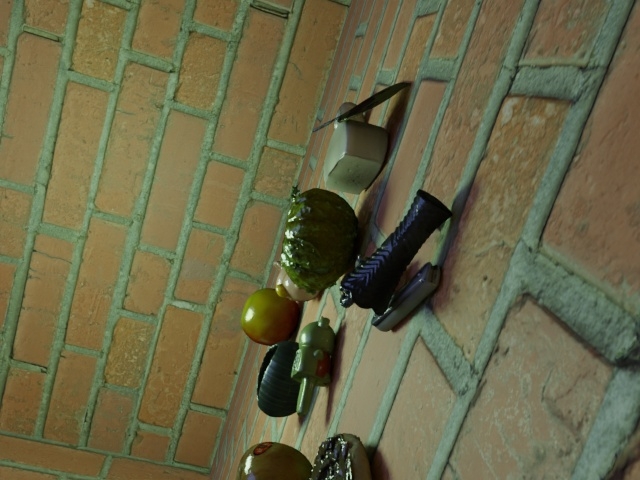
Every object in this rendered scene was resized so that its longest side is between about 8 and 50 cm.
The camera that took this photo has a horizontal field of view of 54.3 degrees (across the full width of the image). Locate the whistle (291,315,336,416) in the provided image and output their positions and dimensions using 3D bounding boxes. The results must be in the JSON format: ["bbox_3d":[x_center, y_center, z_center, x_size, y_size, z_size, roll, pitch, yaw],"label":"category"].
[{"bbox_3d":[-0.020,0.340,1.716,0.131,0.106,0.288,127,158,-58],"label":"whistle"}]

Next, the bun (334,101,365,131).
[{"bbox_3d":[0.113,-0.408,2.164,0.138,0.094,0.138,-47,-33,-44],"label":"bun"}]

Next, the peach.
[{"bbox_3d":[-0.194,0.299,2.436,0.231,0.231,0.231,-165,90,-80],"label":"peach"}]

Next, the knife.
[{"bbox_3d":[0.166,0.112,1.228,0.073,0.040,0.265,-66,4,-30],"label":"knife"}]

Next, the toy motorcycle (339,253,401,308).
[{"bbox_3d":[0.113,0.081,1.376,0.130,0.094,0.229,-56,12,-23],"label":"toy motorcycle"}]

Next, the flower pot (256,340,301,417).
[{"bbox_3d":[-0.111,0.432,1.939,0.189,0.157,0.243,-110,35,-75],"label":"flower pot"}]

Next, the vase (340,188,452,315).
[{"bbox_3d":[0.148,0.020,1.183,0.237,0.115,0.115,-54,17,20],"label":"vase"}]

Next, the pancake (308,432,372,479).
[{"bbox_3d":[0.025,0.567,1.236,0.382,0.071,0.382,-166,90,-80],"label":"pancake"}]

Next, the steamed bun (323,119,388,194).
[{"bbox_3d":[0.099,-0.257,1.835,0.242,0.146,0.164,127,151,-64],"label":"steamed bun"}]

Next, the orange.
[{"bbox_3d":[0.000,0.000,1.796,0.300,0.223,0.301,92,-174,-57],"label":"orange"}]

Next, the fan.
[{"bbox_3d":[0.109,-0.378,1.779,0.335,0.011,0.229,-22,18,31],"label":"fan"}]

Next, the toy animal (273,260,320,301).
[{"bbox_3d":[-0.076,0.148,2.184,0.248,0.165,0.149,-149,79,-73],"label":"toy animal"}]

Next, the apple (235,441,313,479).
[{"bbox_3d":[-0.119,0.635,1.576,0.261,0.194,0.261,-167,90,-78],"label":"apple"}]
